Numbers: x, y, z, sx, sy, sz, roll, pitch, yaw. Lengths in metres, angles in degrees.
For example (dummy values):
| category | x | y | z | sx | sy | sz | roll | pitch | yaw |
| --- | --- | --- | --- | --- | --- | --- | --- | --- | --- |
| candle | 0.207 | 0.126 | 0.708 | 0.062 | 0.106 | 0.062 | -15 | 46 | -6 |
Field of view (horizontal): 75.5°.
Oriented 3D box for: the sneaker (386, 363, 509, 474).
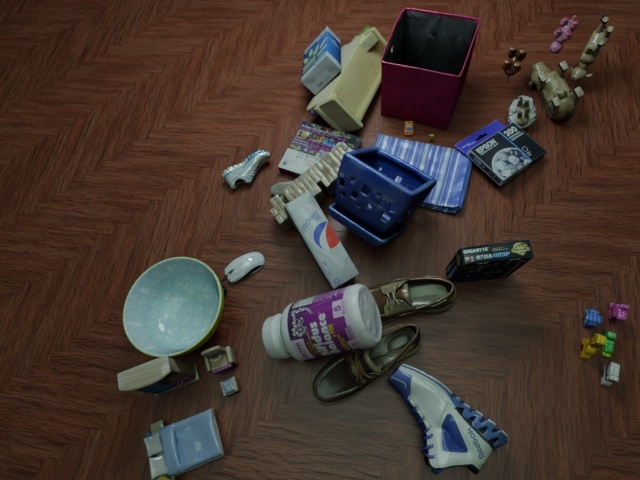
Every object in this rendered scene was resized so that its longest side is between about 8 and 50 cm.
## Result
| category | x | y | z | sx | sy | sz | roll | pitch | yaw |
| --- | --- | --- | --- | --- | --- | --- | --- | --- | --- |
| sneaker | 0.286 | 0.466 | 1.035 | 0.315 | 0.127 | 0.182 | 33 | 73 | 18 |

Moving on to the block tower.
| category | x | y | z | sx | sy | sz | roll | pitch | yaw |
| --- | --- | --- | --- | --- | --- | --- | --- | --- | --- |
| block tower | -0.013 | -0.178 | 1.339 | 0.335 | 0.097 | 0.091 | -38 | 74 | 0 |

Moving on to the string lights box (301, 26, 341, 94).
| category | x | y | z | sx | sy | sz | roll | pitch | yaw |
| --- | --- | --- | --- | --- | --- | --- | --- | --- | --- |
| string lights box | 0.005 | -0.660 | 1.514 | 0.133 | 0.077 | 0.259 | -35 | 36 | 32 |

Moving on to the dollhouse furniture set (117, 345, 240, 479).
| category | x | y | z | sx | sy | sz | roll | pitch | yaw |
| --- | --- | --- | --- | --- | --- | --- | --- | --- | --- |
| dollhouse furniture set | -0.348 | 0.465 | 1.083 | 0.286 | 0.198 | 0.303 | -21 | 66 | -1 |

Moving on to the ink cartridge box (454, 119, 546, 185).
| category | x | y | z | sx | sy | sz | roll | pitch | yaw |
| --- | --- | --- | --- | --- | --- | --- | --- | --- | --- |
| ink cartridge box | 0.589 | -0.302 | 1.355 | 0.206 | 0.045 | 0.208 | -32 | 67 | -16 |

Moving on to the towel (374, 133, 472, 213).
| category | x | y | z | sx | sy | sz | roll | pitch | yaw |
| --- | --- | --- | --- | --- | --- | --- | --- | --- | --- |
| towel | 0.322 | -0.232 | 1.381 | 0.336 | 0.040 | 0.243 | 15 | 69 | 14 |

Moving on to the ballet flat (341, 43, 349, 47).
| category | x | y | z | sx | sy | sz | roll | pitch | yaw |
| --- | --- | --- | --- | --- | --- | --- | --- | --- | --- |
| ballet flat | 0.057 | -0.686 | 1.608 | 0.070 | 0.070 | 0.188 | 31 | 72 | 19 |

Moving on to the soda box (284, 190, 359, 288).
| category | x | y | z | sx | sy | sz | roll | pitch | yaw |
| --- | --- | --- | --- | --- | --- | --- | --- | --- | --- |
| soda box | 0.000 | 0.000 | 1.235 | 0.091 | 0.098 | 0.286 | -30 | 90 | -6 |

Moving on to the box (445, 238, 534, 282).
| category | x | y | z | sx | sy | sz | roll | pitch | yaw |
| --- | --- | --- | --- | --- | --- | --- | --- | --- | --- |
| box | 0.452 | 0.064 | 1.135 | 0.175 | 0.220 | 0.051 | -7 | 71 | 5 |

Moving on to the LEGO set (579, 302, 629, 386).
| category | x | y | z | sx | sy | sz | roll | pitch | yaw |
| --- | --- | --- | --- | --- | --- | --- | --- | --- | --- |
| LEGO set | 0.743 | 0.253 | 1.083 | 0.087 | 0.093 | 0.227 | 15 | 70 | 14 |

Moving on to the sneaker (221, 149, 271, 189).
| category | x | y | z | sx | sy | sz | roll | pitch | yaw |
| --- | --- | --- | --- | --- | --- | --- | --- | --- | --- |
| sneaker | -0.247 | -0.243 | 1.453 | 0.191 | 0.071 | 0.083 | -33 | 73 | 2 |

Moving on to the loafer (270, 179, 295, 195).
| category | x | y | z | sx | sy | sz | roll | pitch | yaw |
| --- | --- | --- | --- | --- | --- | --- | --- | --- | --- |
| loafer | -0.109 | -0.184 | 1.424 | 0.125 | 0.039 | 0.045 | -15 | 99 | 4 |

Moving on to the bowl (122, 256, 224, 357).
| category | x | y | z | sx | sy | sz | roll | pitch | yaw |
| --- | --- | --- | --- | --- | --- | --- | --- | --- | --- |
| bowl | -0.406 | 0.209 | 1.223 | 0.290 | 0.156 | 0.289 | -3 | 66 | 6 |

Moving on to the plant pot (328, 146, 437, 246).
| category | x | y | z | sx | sy | sz | roll | pitch | yaw |
| --- | --- | --- | --- | --- | --- | --- | --- | --- | --- |
| plant pot | 0.174 | -0.128 | 1.235 | 0.236 | 0.212 | 0.236 | 34 | 30 | 19 |

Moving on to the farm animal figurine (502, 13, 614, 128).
| category | x | y | z | sx | sy | sz | roll | pitch | yaw |
| --- | --- | --- | --- | --- | --- | --- | --- | --- | --- |
| farm animal figurine | 0.790 | -0.550 | 1.386 | 0.330 | 0.172 | 0.326 | -7 | 84 | 20 |

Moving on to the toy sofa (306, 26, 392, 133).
| category | x | y | z | sx | sy | sz | roll | pitch | yaw |
| --- | --- | --- | --- | --- | --- | --- | --- | --- | --- |
| toy sofa | 0.115 | -0.564 | 1.494 | 0.177 | 0.150 | 0.362 | -1 | 57 | 54 |

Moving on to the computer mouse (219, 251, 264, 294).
| category | x | y | z | sx | sy | sz | roll | pitch | yaw |
| --- | --- | --- | --- | --- | --- | --- | --- | --- | --- |
| computer mouse | -0.270 | 0.092 | 1.318 | 0.193 | 0.042 | 0.106 | -32 | 65 | -7 |

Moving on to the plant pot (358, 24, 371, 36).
| category | x | y | z | sx | sy | sz | roll | pitch | yaw |
| --- | --- | --- | --- | --- | --- | --- | --- | --- | --- |
| plant pot | 0.170 | -0.782 | 1.624 | 0.079 | 0.083 | 0.083 | -38 | 67 | 3 |

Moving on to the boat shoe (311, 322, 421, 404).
| category | x | y | z | sx | sy | sz | roll | pitch | yaw |
| --- | --- | --- | --- | --- | --- | --- | --- | --- | --- |
| boat shoe | 0.124 | 0.324 | 1.120 | 0.342 | 0.123 | 0.123 | -27 | 66 | -4 |

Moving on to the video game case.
| category | x | y | z | sx | sy | sz | roll | pitch | yaw |
| --- | --- | --- | --- | --- | --- | --- | --- | --- | --- |
| video game case | -0.002 | -0.300 | 1.451 | 0.232 | 0.042 | 0.210 | 20 | 72 | 15 |

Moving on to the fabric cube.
| category | x | y | z | sx | sy | sz | roll | pitch | yaw |
| --- | --- | --- | --- | --- | --- | --- | --- | --- | --- |
| fabric cube | 0.360 | -0.577 | 1.406 | 0.259 | 0.258 | 0.254 | 18 | 71 | 14 |

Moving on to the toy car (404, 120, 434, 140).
| category | x | y | z | sx | sy | sz | roll | pitch | yaw |
| --- | --- | --- | --- | --- | --- | --- | --- | --- | --- |
| toy car | 0.346 | -0.391 | 1.445 | 0.122 | 0.040 | 0.060 | 17 | 70 | 15 |

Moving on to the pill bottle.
| category | x | y | z | sx | sy | sz | roll | pitch | yaw |
| --- | --- | --- | --- | --- | --- | --- | --- | --- | --- |
| pill bottle | -0.001 | 0.234 | 1.121 | 0.302 | 0.169 | 0.169 | -20 | 64 | 23 |

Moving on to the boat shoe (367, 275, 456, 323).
| category | x | y | z | sx | sy | sz | roll | pitch | yaw |
| --- | --- | --- | --- | --- | --- | --- | --- | --- | --- |
| boat shoe | 0.226 | 0.159 | 1.180 | 0.324 | 0.116 | 0.123 | -13 | 66 | 2 |
